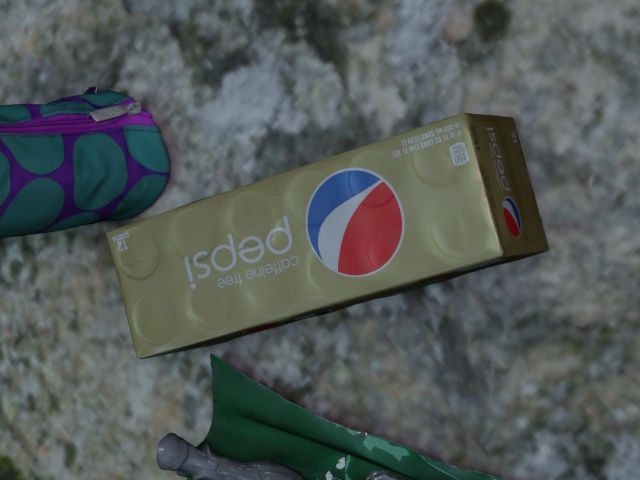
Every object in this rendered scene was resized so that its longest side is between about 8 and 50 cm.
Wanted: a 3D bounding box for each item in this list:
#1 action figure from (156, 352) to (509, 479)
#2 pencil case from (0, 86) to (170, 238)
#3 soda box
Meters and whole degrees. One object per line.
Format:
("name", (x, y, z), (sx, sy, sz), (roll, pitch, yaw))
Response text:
("action figure", (0.036, 0.137, 0.682), (0.232, 0.063, 0.137), (10, 94, 23))
("pencil case", (-0.136, -0.035, 0.707), (0.064, 0.152, 0.070), (47, 119, 19))
("soda box", (0.000, 0.000, 0.692), (0.181, 0.058, 0.061), (-17, 85, 26))
